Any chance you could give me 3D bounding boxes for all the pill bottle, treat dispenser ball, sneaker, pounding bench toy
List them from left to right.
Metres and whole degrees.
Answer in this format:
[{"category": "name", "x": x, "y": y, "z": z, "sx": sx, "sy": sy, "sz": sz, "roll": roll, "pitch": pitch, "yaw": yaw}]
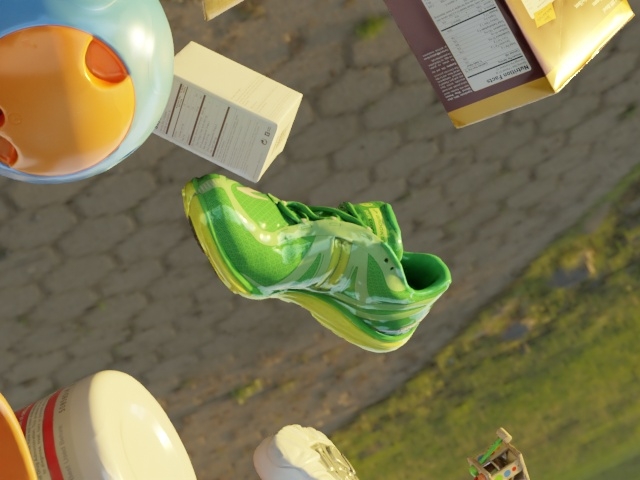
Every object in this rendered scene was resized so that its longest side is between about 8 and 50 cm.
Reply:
[{"category": "pill bottle", "x": -0.359, "y": 0.326, "z": 1.418, "sx": 0.407, "sy": 0.229, "sz": 0.229, "roll": -26, "pitch": 160, "yaw": 11}, {"category": "treat dispenser ball", "x": -0.313, "y": -0.208, "z": 1.456, "sx": 0.288, "sy": 0.288, "sz": 0.288, "roll": -21, "pitch": 160, "yaw": -8}, {"category": "sneaker", "x": -0.008, "y": 0.224, "z": 0.926, "sx": 0.115, "sy": 0.090, "sz": 0.232, "roll": -32, "pitch": 135, "yaw": -1}, {"category": "sneaker", "x": 0.000, "y": 0.000, "z": 1.085, "sx": 0.123, "sy": 0.109, "sz": 0.295, "roll": -43, "pitch": 137, "yaw": 21}, {"category": "pounding bench toy", "x": 0.235, "y": 0.302, "z": 1.726, "sx": 0.065, "sy": 0.052, "sz": 0.083, "roll": -29, "pitch": 121, "yaw": -14}]

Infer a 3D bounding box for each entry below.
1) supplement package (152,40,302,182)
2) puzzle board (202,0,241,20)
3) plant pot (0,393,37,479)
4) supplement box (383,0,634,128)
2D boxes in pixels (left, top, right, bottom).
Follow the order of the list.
[{"category": "supplement package", "x": -0.135, "y": -0.179, "z": 1.752, "sx": 0.105, "sy": 0.179, "sz": 0.105, "roll": -57, "pitch": 172, "yaw": -53}, {"category": "puzzle board", "x": -0.121, "y": -0.361, "z": 1.668, "sx": 0.096, "sy": 0.011, "sz": 0.128, "roll": -35, "pitch": 147, "yaw": -24}, {"category": "plant pot", "x": -0.321, "y": 0.265, "z": 0.923, "sx": 0.203, "sy": 0.291, "sz": 0.291, "roll": -10, "pitch": 159, "yaw": -3}, {"category": "supplement box", "x": 0.182, "y": -0.250, "z": 1.262, "sx": 0.129, "sy": 0.194, "sz": 0.191, "roll": -17, "pitch": -160, "yaw": 46}]
